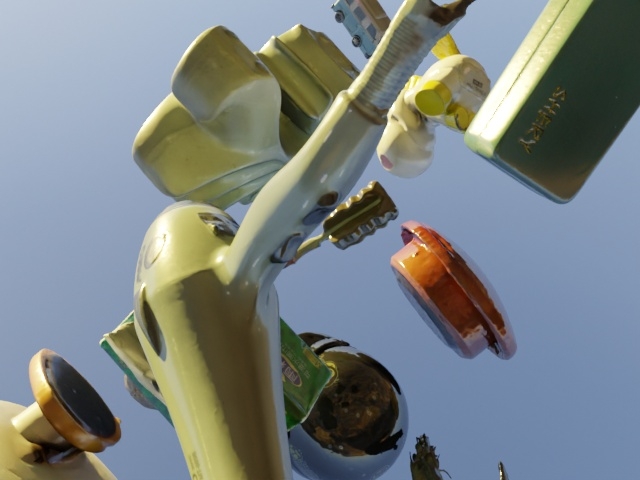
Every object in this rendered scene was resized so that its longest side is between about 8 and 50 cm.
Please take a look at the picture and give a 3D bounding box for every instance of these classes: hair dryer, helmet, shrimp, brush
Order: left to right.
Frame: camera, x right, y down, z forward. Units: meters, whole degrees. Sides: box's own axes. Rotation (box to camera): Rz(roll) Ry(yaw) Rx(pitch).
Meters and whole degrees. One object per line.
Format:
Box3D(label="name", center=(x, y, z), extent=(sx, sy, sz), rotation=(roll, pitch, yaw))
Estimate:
Box3D(label="hair dryer", center=(-0.014, 0.040, 0.322), extent=(0.092, 0.267, 0.229), rotation=(13, -122, -35))
Box3D(label="brush", center=(0.000, 0.000, 1.197), extent=(0.301, 0.071, 0.084), rotation=(-33, -102, 8))
Box3D(label="helmet", center=(0.046, 0.283, 1.072), extent=(0.160, 0.279, 0.230), rotation=(3, -135, 49))
Box3D(label="shrimp", center=(0.215, 0.377, 0.989), extent=(0.150, 0.051, 0.217), rotation=(-12, -142, -4))

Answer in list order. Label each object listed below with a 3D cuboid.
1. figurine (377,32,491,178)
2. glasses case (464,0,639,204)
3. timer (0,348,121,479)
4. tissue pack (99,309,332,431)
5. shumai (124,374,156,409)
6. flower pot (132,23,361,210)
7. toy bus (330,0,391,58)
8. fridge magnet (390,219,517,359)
Box3D(label="figurine", center=(0.106, -0.140, 0.725), extent=(0.109, 0.178, 0.130), rotation=(5, -119, -36))
Box3D(label="glasses case", center=(0.169, -0.116, 0.395), extent=(0.077, 0.184, 0.039), rotation=(26, -168, -29))
Box3D(label="timer", center=(-0.201, 0.220, 0.394), extent=(0.240, 0.233, 0.233), rotation=(-40, -112, -12))
Box3D(label="tissue pack", center=(-0.124, 0.141, 0.706), extent=(0.209, 0.148, 0.156), rotation=(48, -149, -3))
Box3D(label="shumai", center=(-0.273, 0.225, 1.149), extent=(0.145, 0.116, 0.146), rotation=(-1, -84, -12))
Box3D(label="flower pot", center=(-0.102, -0.170, 0.919), extent=(0.164, 0.254, 0.367), rotation=(47, -150, 8))
Box3D(label="toy bus", center=(0.085, -0.407, 1.211), extent=(0.060, 0.075, 0.123), rotation=(-32, -94, -40))
Box3D(label="fridge magnet", center=(0.280, 0.113, 1.402), extent=(0.155, 0.363, 0.364), rotation=(-37, -116, -1))
